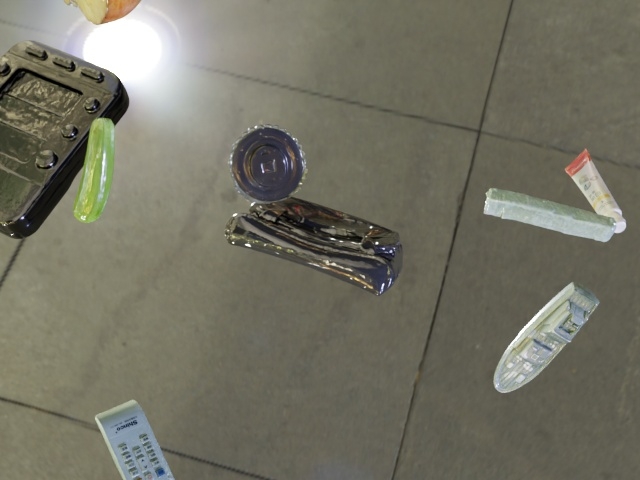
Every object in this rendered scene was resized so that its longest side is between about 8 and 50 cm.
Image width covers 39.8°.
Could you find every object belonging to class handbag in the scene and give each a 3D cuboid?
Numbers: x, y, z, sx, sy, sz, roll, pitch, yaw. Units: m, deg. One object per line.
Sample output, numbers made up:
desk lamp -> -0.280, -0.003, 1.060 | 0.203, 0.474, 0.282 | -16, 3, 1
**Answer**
handbag -> 0.000, 0.000, 1.418 | 0.275, 0.244, 0.088 | 21, 102, 6

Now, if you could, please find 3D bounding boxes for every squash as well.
squash -> -0.175, -0.054, 0.693 | 0.027, 0.089, 0.027 | 15, 25, -7

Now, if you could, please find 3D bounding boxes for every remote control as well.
remote control -> -0.233, 0.289, 1.145 | 0.061, 0.029, 0.162 | -19, 75, -34

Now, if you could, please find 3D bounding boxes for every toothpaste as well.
toothpaste -> 0.433, -0.078, 1.392 | 0.031, 0.048, 0.190 | 27, 29, -27

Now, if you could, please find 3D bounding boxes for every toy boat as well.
toy boat -> 0.398, 0.186, 1.597 | 0.078, 0.260, 0.085 | 31, 29, -8

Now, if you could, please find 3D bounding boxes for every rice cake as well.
rice cake -> 0.296, -0.033, 1.147 | 0.170, 0.033, 0.029 | 14, 49, 4

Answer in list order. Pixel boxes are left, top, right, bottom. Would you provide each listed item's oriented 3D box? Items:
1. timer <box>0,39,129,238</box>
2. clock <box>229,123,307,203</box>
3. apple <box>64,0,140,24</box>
timer -> -0.281, -0.098, 0.845 | 0.144, 0.055, 0.187 | 23, 66, 20
clock -> -0.051, -0.073, 0.847 | 0.074, 0.083, 0.010 | -13, 32, -2
apple -> -0.429, -0.578, 1.763 | 0.163, 0.251, 0.293 | -26, 57, -29
